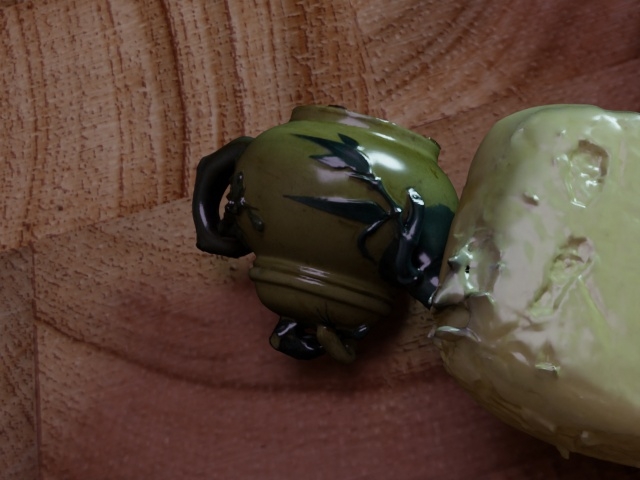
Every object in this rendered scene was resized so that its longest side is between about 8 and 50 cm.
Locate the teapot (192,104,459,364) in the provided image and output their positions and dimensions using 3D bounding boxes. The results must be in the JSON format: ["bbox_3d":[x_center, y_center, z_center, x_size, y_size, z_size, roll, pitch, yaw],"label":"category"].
[{"bbox_3d":[0.000,0.000,0.929,0.269,0.173,0.183,11,83,35],"label":"teapot"}]

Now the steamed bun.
[{"bbox_3d":[0.203,0.040,0.816,0.272,0.166,0.232,11,70,0],"label":"steamed bun"}]
